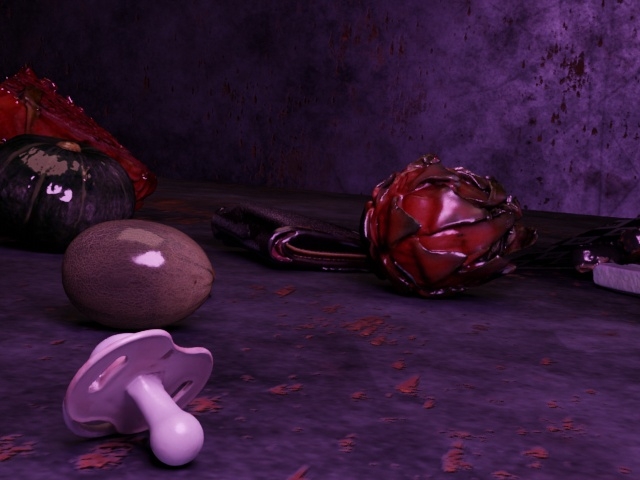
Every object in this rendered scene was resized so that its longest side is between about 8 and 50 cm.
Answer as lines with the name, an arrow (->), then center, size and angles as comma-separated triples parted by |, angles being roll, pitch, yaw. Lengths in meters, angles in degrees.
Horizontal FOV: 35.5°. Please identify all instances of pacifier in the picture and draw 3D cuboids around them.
pacifier -> -0.093, 0.092, 0.542 | 0.078, 0.081, 0.099 | 47, 6, 30

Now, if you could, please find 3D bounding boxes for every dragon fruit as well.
dragon fruit -> 0.136, -0.015, 1.171 | 0.182, 0.182, 0.188 | -1, -33, -39
dragon fruit -> -0.402, -0.147, 1.551 | 0.330, 0.240, 0.302 | 18, -16, -21

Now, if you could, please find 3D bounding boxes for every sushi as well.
sushi -> 0.408, 0.026, 1.432 | 0.192, 0.043, 0.279 | 1, -16, -30

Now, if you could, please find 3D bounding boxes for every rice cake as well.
rice cake -> 0.454, 0.059, 1.284 | 0.080, 0.042, 0.221 | 8, 1, -26

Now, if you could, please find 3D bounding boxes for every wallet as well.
wallet -> 0.000, 0.000, 1.432 | 0.262, 0.072, 0.221 | 9, 2, -28

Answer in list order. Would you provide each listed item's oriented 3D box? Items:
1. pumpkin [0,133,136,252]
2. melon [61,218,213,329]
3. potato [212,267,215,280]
pumpkin -> -0.357, -0.061, 1.350 | 0.211, 0.152, 0.211 | 17, 5, -1
melon -> -0.159, 0.030, 0.865 | 0.130, 0.098, 0.098 | 8, 6, -2
potato -> -0.135, 0.038, 1.058 | 0.046, 0.045, 0.092 | -33, 8, -5
